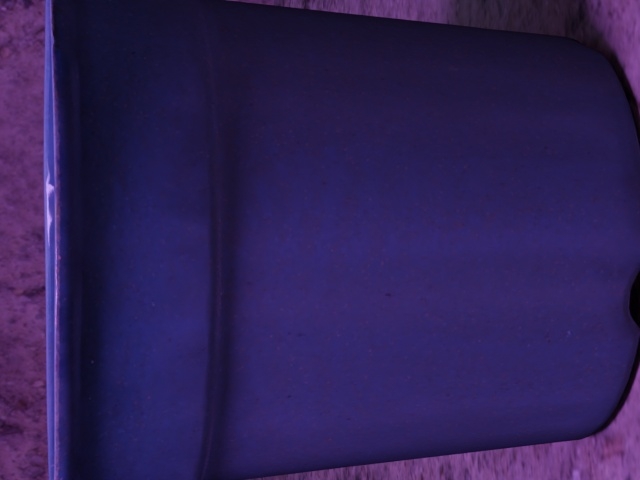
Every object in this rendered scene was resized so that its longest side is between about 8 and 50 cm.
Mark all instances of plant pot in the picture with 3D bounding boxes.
[{"bbox_3d":[0.000,0.000,1.024,0.341,0.334,0.341,180,90,-79],"label":"plant pot"}]
